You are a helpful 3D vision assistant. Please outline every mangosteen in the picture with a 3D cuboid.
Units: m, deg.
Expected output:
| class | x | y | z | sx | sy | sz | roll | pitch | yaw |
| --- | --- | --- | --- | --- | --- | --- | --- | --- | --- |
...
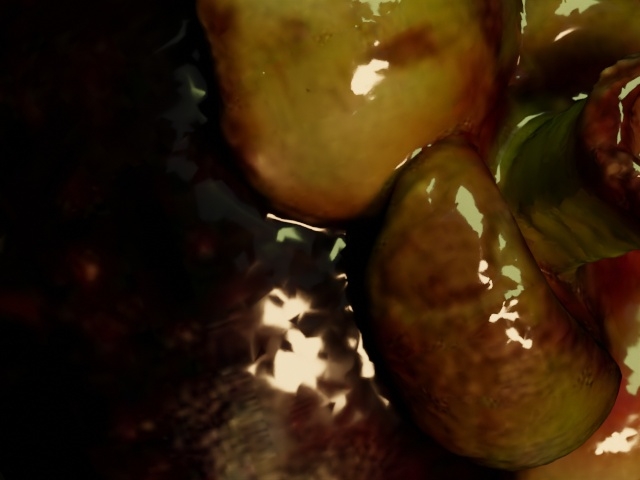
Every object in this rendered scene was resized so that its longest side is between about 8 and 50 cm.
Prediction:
| class | x | y | z | sx | sy | sz | roll | pitch | yaw |
| --- | --- | --- | --- | --- | --- | --- | --- | --- | --- |
| mangosteen | -0.005 | 0.002 | 0.545 | 0.233 | 0.287 | 0.287 | -23 | 61 | -18 |
